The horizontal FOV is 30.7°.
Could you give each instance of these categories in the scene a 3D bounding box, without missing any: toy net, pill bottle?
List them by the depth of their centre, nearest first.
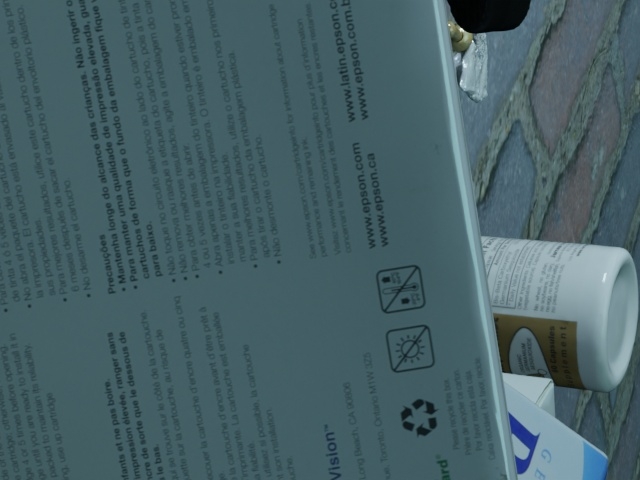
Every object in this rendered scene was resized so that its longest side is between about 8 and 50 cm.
[{"bbox_3d":[0.168,0.063,1.085,0.131,0.229,0.131,-16,109,-60],"label":"pill bottle"},{"bbox_3d":[0.129,-0.241,1.167,0.122,0.045,0.232,-66,148,-34],"label":"toy net"}]

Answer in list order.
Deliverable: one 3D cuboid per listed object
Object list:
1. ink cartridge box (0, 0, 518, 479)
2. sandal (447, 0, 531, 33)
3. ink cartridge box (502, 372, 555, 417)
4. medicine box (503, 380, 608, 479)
[{"bbox_3d":[-0.089,0.022,0.540,0.071,0.330,0.324,-104,-175,-82],"label":"ink cartridge box"},{"bbox_3d":[0.143,-0.407,1.007,0.167,0.107,0.446,-147,-133,-75],"label":"sandal"},{"bbox_3d":[0.085,0.188,0.971,0.093,0.212,0.154,-40,128,-53],"label":"ink cartridge box"},{"bbox_3d":[0.004,0.185,0.742,0.289,0.149,0.263,35,53,-9],"label":"medicine box"}]
